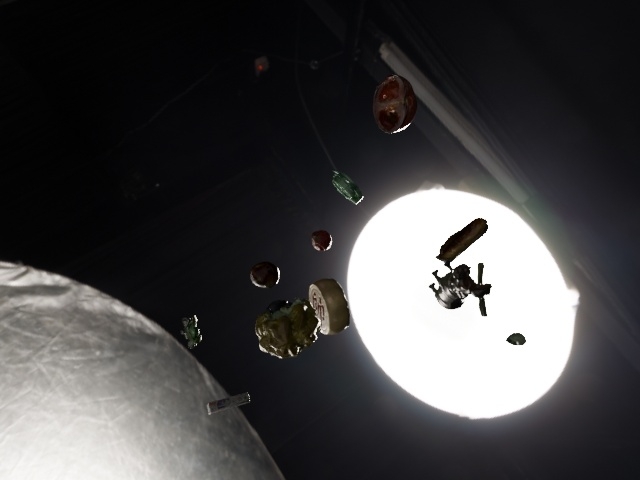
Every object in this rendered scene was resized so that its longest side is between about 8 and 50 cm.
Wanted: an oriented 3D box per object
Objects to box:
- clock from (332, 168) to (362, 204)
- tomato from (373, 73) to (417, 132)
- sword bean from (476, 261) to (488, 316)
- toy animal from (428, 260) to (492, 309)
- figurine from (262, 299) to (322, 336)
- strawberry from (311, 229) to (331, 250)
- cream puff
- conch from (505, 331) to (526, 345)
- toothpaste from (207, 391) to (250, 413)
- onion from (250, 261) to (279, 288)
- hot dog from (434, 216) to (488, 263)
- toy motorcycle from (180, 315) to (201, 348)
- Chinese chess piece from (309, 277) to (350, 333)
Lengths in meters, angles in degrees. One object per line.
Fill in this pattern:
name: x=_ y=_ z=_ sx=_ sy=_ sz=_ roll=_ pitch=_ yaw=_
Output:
clock: x=0.116 y=-0.260 z=2.138 sx=0.148 sy=0.060 sz=0.188 roll=42 pitch=-4 yaw=35
tomato: x=0.312 y=-0.549 z=1.847 sx=0.199 sy=0.112 sz=0.228 roll=13 pitch=-75 yaw=54
sword bean: x=0.758 y=0.231 z=2.136 sx=0.043 sy=0.038 sz=0.270 roll=-2 pitch=-81 yaw=27
toy animal: x=0.476 y=0.156 z=1.606 sx=0.168 sy=0.106 sz=0.343 roll=56 pitch=-9 yaw=12
figurine: x=-0.129 y=0.346 z=1.850 sx=0.265 sy=0.196 sz=0.175 roll=35 pitch=-35 yaw=61
strawberry: x=0.001 y=-0.001 z=2.120 sx=0.106 sy=0.106 sz=0.106 roll=51 pitch=-17 yaw=22
cream puff: x=-0.104 y=0.303 z=1.492 sx=0.195 sy=0.220 sz=0.195 roll=155 pitch=-90 yaw=-88
conch: x=0.860 y=0.432 z=2.001 sx=0.085 sy=0.057 sz=0.076 roll=31 pitch=-34 yaw=-7
toothpaste: x=-0.423 y=0.750 z=2.100 sx=0.040 sy=0.196 sz=0.047 roll=-51 pitch=-127 yaw=49
onion: x=-0.219 y=0.133 z=1.816 sx=0.118 sy=0.117 sz=0.119 roll=8 pitch=-80 yaw=52
hot dog: x=0.610 y=-0.002 z=1.973 sx=0.082 sy=0.270 sz=0.162 roll=46 pitch=11 yaw=-2
toy motorcycle: x=-0.730 y=0.522 z=2.583 sx=0.074 sy=0.106 sz=0.190 roll=-20 pitch=99 yaw=-65
Chinese chess piece: x=0.040 y=0.316 z=2.184 sx=0.270 sy=0.112 sz=0.270 roll=167 pitch=-90 yaw=-69
